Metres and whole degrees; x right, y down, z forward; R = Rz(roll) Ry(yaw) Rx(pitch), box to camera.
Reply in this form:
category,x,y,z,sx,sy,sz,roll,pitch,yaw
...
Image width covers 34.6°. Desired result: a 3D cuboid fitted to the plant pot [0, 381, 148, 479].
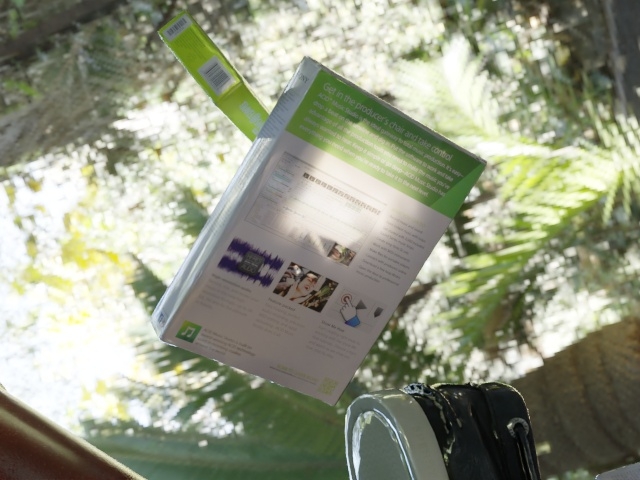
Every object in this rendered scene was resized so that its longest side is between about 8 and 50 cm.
category,x,y,z,sx,sy,sz,roll,pitch,yaw
plant pot,-0.264,0.235,0.783,0.272,0.265,0.272,-51,-28,-40

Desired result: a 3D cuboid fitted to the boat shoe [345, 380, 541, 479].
category,x,y,z,sx,sy,sz,roll,pitch,yaw
boat shoe,0.114,0.240,0.581,0.127,0.113,0.340,-41,65,62

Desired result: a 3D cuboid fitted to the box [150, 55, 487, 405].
category,x,y,z,sx,sy,sz,roll,pitch,yaw
box,0.000,0.000,1.078,0.232,0.322,0.058,26,-168,-31

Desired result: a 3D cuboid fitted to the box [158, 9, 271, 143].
category,x,y,z,sx,sy,sz,roll,pitch,yaw
box,-0.101,-0.164,1.103,0.109,0.042,0.178,51,-178,17

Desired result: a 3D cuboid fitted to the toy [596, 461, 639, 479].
category,x,y,z,sx,sy,sz,roll,pitch,yaw
toy,0.316,0.154,0.655,0.137,0.237,0.056,52,-147,-21
